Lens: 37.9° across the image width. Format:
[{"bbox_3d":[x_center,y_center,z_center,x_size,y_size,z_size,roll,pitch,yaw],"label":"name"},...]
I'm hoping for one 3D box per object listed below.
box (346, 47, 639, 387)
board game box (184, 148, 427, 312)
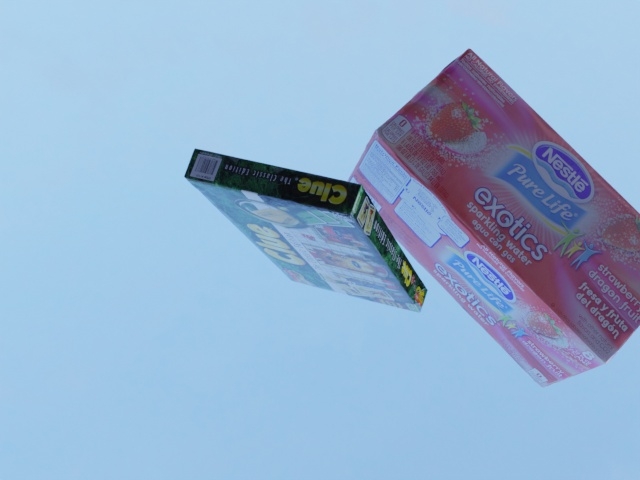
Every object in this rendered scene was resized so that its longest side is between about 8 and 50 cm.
[{"bbox_3d":[0.186,-0.018,0.923,0.142,0.154,0.300,-42,-97,-18],"label":"box"},{"bbox_3d":[0.000,0.000,0.769,0.136,0.260,0.030,15,-104,22],"label":"board game box"}]
